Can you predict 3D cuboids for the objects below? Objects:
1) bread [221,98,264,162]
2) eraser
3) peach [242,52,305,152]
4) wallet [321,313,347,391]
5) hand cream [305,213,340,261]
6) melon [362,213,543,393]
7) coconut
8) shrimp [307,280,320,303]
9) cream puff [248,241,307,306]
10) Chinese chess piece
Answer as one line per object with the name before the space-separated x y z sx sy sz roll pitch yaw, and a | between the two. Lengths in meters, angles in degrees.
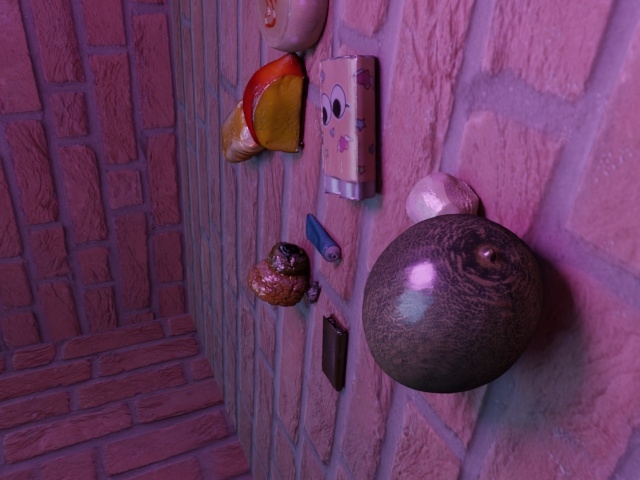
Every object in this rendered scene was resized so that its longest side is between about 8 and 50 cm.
bread | -0.247 -0.356 1.764 0.311 0.121 0.172 173 90 -67
eraser | 0.060 -0.242 1.151 0.171 0.087 0.290 -151 55 -62
peach | -0.133 -0.383 1.454 0.158 0.154 0.267 -125 33 -47
wallet | 0.036 0.311 1.495 0.110 0.031 0.198 -137 42 -55
hand cream | 0.000 0.000 1.454 0.224 0.048 0.083 -129 37 -59
melon | 0.185 0.103 0.802 0.329 0.249 0.248 105 146 -52
coconut | 0.200 -0.061 0.898 0.124 0.110 0.110 60 149 34
shrimp | -0.020 0.148 1.568 0.092 0.029 0.038 114 148 -44
cream puff | -0.110 0.084 1.587 0.169 0.183 0.183 -63 39 25
Chinese chess piece | -0.077 -0.600 1.304 0.273 0.102 0.273 170 90 -66
